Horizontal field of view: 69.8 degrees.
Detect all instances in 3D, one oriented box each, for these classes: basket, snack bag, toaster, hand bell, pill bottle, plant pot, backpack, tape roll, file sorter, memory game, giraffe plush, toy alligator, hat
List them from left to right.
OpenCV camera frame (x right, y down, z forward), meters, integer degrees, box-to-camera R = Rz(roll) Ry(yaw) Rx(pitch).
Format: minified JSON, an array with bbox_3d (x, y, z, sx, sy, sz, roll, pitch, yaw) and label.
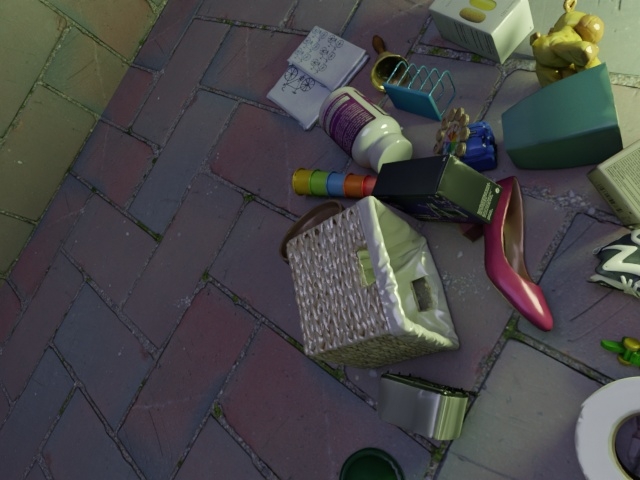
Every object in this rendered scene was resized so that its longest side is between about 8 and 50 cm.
[{"bbox_3d":[-0.031,-0.602,1.685,0.342,0.037,0.323,-49,54,7],"label":"snack bag"},{"bbox_3d":[0.000,0.000,1.356,0.237,0.110,0.237,-34,27,21],"label":"plant pot"},{"bbox_3d":[0.089,0.569,1.053,0.208,0.183,0.173,-30,58,20],"label":"hat"},{"bbox_3d":[0.136,-0.323,1.383,0.169,0.169,0.301,-45,54,10],"label":"pill bottle"},{"bbox_3d":[0.124,0.125,1.117,0.266,0.331,0.328,-25,60,25],"label":"basket"},{"bbox_3d":[0.206,-0.611,1.510,0.126,0.126,0.242,-27,46,22],"label":"hand bell"},{"bbox_3d":[0.295,-0.448,1.363,0.170,0.118,0.104,30,86,37],"label":"file sorter"},{"bbox_3d":[0.240,0.373,1.046,0.186,0.168,0.110,6,78,36],"label":"toaster"},{"bbox_3d":[0.350,-0.268,1.244,0.186,0.012,0.186,-172,90,-78],"label":"memory game"},{"bbox_3d":[0.416,-0.256,1.219,0.098,0.101,0.120,-4,65,25],"label":"backpack"},{"bbox_3d":[0.566,-0.269,1.090,0.234,0.166,0.165,-11,66,33],"label":"plant pot"},{"bbox_3d":[0.621,-0.491,1.142,0.210,0.181,0.170,36,81,20],"label":"giraffe plush"},{"bbox_3d":[0.593,0.372,0.812,0.246,0.169,0.246,-13,65,29],"label":"tape roll"},{"bbox_3d":[0.660,0.232,0.901,0.190,0.056,0.051,23,45,37],"label":"toy alligator"}]

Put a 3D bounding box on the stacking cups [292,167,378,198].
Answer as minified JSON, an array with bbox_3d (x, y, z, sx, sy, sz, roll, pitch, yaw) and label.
[{"bbox_3d":[0.063,-0.179,1.422,0.316,0.096,0.096,6,75,34],"label":"stacking cups"}]

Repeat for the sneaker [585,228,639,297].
[{"bbox_3d":[0.638,0.096,0.939,0.153,0.094,0.235,-20,62,27],"label":"sneaker"}]

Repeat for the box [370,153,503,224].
[{"bbox_3d":[0.279,-0.121,1.142,0.261,0.184,0.103,9,74,63],"label":"box"}]

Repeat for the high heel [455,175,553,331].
[{"bbox_3d":[0.461,0.016,1.058,0.181,0.127,0.377,-43,50,25],"label":"high heel"}]

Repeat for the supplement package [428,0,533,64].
[{"bbox_3d":[0.459,-0.639,1.318,0.139,0.134,0.244,-50,53,8],"label":"supplement package"}]

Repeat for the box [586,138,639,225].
[{"bbox_3d":[0.709,-0.153,0.946,0.232,0.127,0.148,-35,78,17],"label":"box"}]
